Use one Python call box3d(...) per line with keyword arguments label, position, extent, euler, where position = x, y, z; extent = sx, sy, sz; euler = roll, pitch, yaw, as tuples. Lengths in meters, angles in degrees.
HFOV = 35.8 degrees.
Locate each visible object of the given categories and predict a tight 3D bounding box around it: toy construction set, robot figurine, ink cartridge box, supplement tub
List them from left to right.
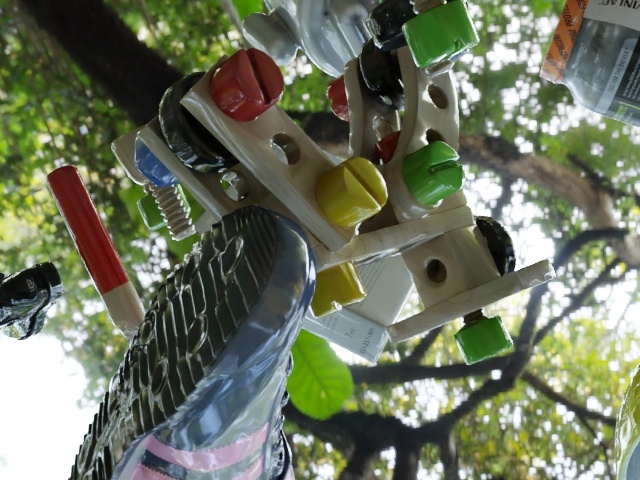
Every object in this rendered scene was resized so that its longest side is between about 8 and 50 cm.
box3d(label="toy construction set", position=(0.000, 0.000, 0.644), extent=(0.309, 0.237, 0.257), euler=(-24, 180, 18))
box3d(label="ink cartridge box", position=(0.005, -0.004, 1.150), extent=(0.239, 0.060, 0.275), euler=(25, -145, 8))
box3d(label="robot figurine", position=(0.033, -0.342, 1.327), extent=(0.300, 0.200, 0.353), euler=(-30, -143, 0))
box3d(label="supplement tub", position=(0.442, -0.222, 1.204), extent=(0.316, 0.193, 0.193), euler=(20, -133, 8))

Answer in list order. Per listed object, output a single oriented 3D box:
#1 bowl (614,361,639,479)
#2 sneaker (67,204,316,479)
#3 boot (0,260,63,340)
box3d(label="bowl", position=(0.391, 0.129, 0.866), extent=(0.289, 0.289, 0.156), euler=(-7, -138, 8))
box3d(label="sneaker", position=(-0.057, 0.112, 0.599), extent=(0.131, 0.319, 0.112), euler=(17, -142, -22))
box3d(label="boot", position=(-0.257, 0.056, 0.746), extent=(0.099, 0.121, 0.045), euler=(-18, -102, -36))
